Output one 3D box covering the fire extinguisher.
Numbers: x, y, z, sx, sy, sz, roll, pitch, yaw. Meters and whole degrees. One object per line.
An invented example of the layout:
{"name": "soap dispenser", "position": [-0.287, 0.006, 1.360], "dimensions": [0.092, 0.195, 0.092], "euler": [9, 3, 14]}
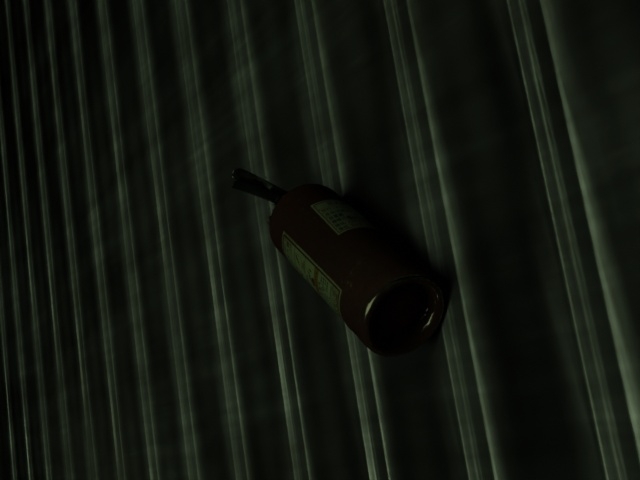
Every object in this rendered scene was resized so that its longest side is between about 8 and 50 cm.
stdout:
{"name": "fire extinguisher", "position": [0.000, 0.000, 0.768], "dimensions": [0.071, 0.099, 0.231], "euler": [-59, 40, 11]}
